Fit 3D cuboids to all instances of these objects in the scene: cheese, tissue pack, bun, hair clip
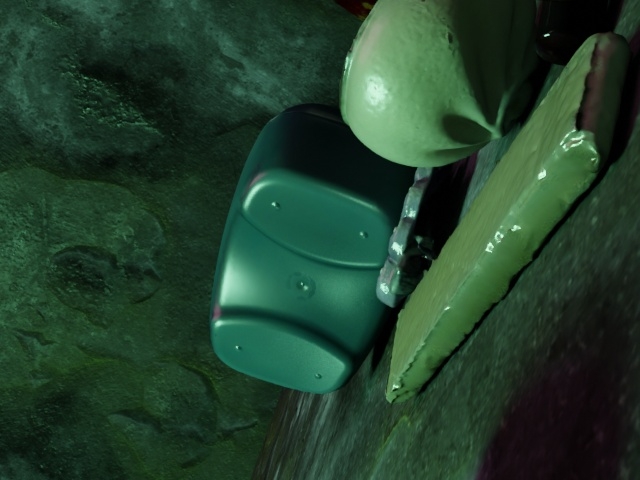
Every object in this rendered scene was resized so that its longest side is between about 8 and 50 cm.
[{"bbox_3d":[0.103,0.011,0.743,0.400,0.034,0.085,113,176,-62],"label":"cheese"},{"bbox_3d":[0.000,0.000,1.213,0.206,0.198,0.287,-66,-8,-53],"label":"tissue pack"},{"bbox_3d":[0.102,-0.128,0.860,0.173,0.120,0.173,-46,-20,-22],"label":"bun"},{"bbox_3d":[0.100,-0.017,1.049,0.195,0.052,0.124,-62,-11,-54],"label":"hair clip"}]

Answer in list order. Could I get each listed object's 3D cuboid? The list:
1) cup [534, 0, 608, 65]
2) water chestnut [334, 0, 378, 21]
[{"bbox_3d":[0.123,-0.222,0.621,0.239,0.166,0.177,114,179,-51],"label":"cup"},{"bbox_3d":[0.118,-0.387,1.124,0.335,0.347,0.335,-23,-90,-86],"label":"water chestnut"}]
